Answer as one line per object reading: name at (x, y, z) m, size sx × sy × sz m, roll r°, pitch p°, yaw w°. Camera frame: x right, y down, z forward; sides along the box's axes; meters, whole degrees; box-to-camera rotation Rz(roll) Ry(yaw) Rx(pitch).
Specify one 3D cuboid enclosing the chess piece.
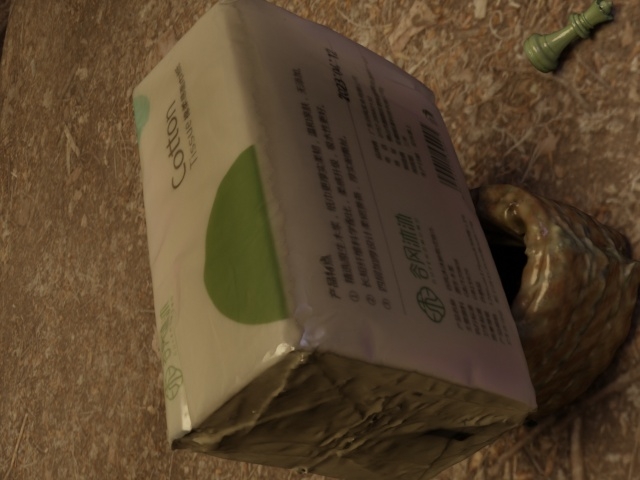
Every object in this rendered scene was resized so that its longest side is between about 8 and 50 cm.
chess piece at (0.248, -0.207, 0.964) m, size 0.093 × 0.042 × 0.042 m, roll -36°, pitch 54°, yaw 35°

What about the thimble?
thimble at (0.170, 0.059, 0.914) m, size 0.229 × 0.148 × 0.196 m, roll -54°, pitch 42°, yaw 26°

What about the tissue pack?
tissue pack at (-0.001, 0.001, 0.814) m, size 0.194 × 0.266 × 0.357 m, roll -40°, pitch 47°, yaw 34°
